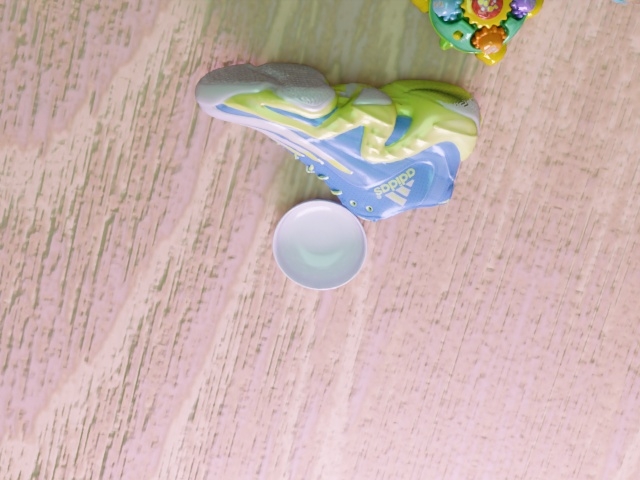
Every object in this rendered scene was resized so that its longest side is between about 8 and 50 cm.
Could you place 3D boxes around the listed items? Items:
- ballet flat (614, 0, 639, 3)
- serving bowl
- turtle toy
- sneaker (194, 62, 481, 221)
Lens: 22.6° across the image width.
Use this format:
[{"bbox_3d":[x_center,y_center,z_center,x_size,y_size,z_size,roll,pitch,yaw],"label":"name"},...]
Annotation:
[{"bbox_3d":[0.149,-0.316,1.211,0.348,0.123,0.123,36,109,-6],"label":"ballet flat"},{"bbox_3d":[0.000,0.000,1.401,0.083,0.027,0.083,1,111,2],"label":"serving bowl"},{"bbox_3d":[0.139,-0.205,1.293,0.095,0.066,0.130,37,97,-11],"label":"turtle toy"},{"bbox_3d":[0.011,-0.075,1.339,0.240,0.091,0.126,6,112,0],"label":"sneaker"}]
